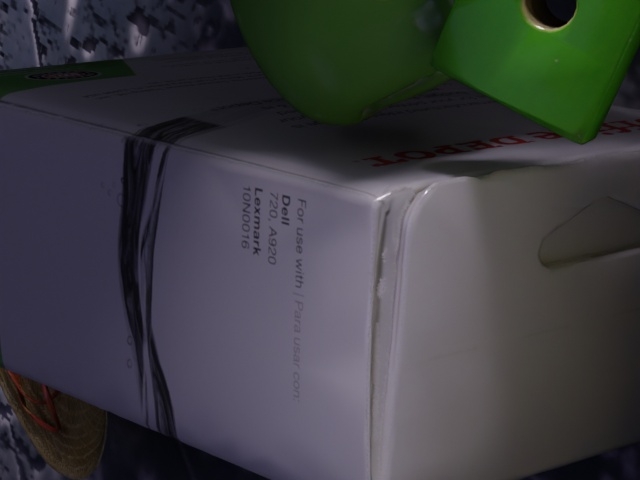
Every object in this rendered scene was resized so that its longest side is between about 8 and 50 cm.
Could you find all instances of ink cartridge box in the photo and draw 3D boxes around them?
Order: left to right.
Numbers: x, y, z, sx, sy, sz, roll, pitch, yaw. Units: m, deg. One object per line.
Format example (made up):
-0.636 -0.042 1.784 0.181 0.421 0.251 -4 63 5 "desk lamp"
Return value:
0.000 0.000 0.600 0.219 0.160 0.092 17 110 46 "ink cartridge box"

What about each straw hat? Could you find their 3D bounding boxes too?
-0.090 0.020 0.780 0.144 0.061 0.144 41 141 46 "straw hat"

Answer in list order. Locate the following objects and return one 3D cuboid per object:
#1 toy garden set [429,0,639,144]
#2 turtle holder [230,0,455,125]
0.173 -0.076 0.418 0.244 0.049 0.204 30 112 17 "toy garden set"
-0.004 -0.218 0.529 0.320 0.243 0.227 48 166 13 "turtle holder"
